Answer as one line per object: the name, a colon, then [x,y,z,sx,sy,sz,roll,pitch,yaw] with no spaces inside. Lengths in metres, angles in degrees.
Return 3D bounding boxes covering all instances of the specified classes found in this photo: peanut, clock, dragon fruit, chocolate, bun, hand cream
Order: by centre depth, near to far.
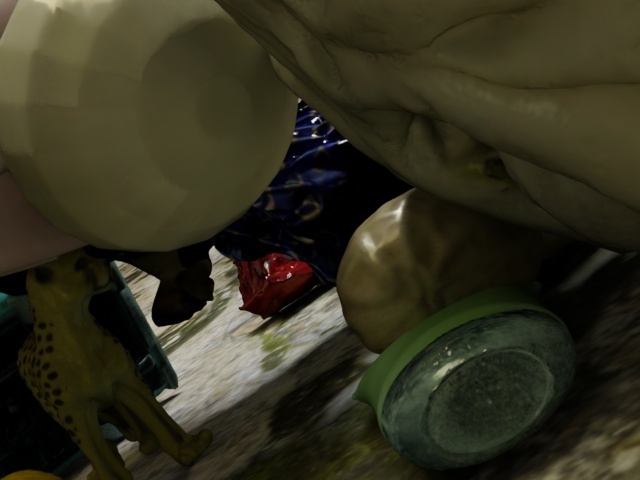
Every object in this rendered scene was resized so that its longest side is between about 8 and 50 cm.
bun: [0.087,-0.113,0.537,0.211,0.359,0.360,-64,6,2]
hand cream: [0.054,0.047,0.542,0.095,0.046,0.175,-33,0,1]
peanut: [0.077,-0.006,0.691,0.082,0.082,0.187,-27,7,41]
clock: [-0.168,-0.089,0.765,0.342,0.184,0.326,-17,27,15]
chocolate: [-0.100,-0.018,0.887,0.343,0.148,0.126,-2,-19,23]
dragon fruit: [0.001,0.000,1.085,0.131,0.097,0.063,-14,2,-23]

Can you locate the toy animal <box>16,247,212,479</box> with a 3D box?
toy animal: [-0.132,0.073,0.816,0.073,0.136,0.181,-34,6,-13]

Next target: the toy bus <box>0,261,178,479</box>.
toy bus: [-0.239,0.119,0.976,0.256,0.128,0.147,-37,18,-35]

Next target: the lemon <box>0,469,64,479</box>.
lemon: [-0.131,0.136,0.653,0.065,0.065,0.092,-34,-3,-18]
